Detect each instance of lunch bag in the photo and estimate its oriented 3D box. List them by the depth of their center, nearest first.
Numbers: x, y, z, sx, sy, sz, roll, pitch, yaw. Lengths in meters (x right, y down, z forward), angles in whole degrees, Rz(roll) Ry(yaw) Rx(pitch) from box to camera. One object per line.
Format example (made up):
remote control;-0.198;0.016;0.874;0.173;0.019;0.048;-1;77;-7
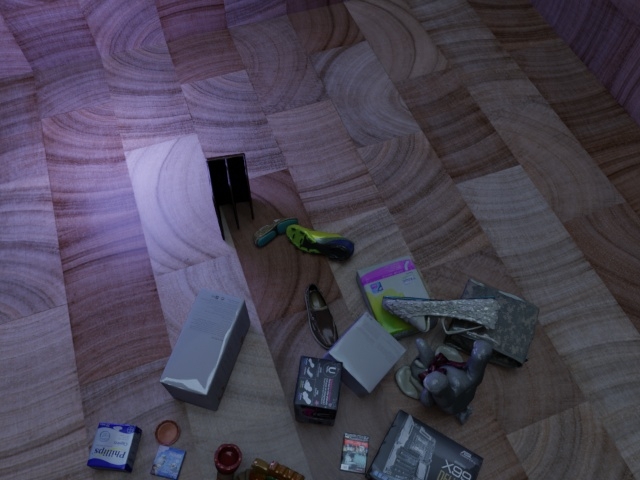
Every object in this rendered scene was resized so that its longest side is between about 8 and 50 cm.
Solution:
lunch bag;0.626;0.308;1.934;0.286;0.169;0.235;21;63;16

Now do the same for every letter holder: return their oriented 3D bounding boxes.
letter holder;-0.345;-0.160;2.108;0.151;0.302;0.215;-9;60;-7

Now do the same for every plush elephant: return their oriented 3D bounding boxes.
plush elephant;0.401;0.444;1.814;0.271;0.330;0.255;-31;42;-20

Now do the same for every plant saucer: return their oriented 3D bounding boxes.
plant saucer;-0.515;0.646;1.796;0.083;0.013;0.084;0;60;-1

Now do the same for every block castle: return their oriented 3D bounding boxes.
block castle;-0.156;0.809;1.538;0.452;0.213;0.303;22;39;10

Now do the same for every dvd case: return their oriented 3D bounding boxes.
dvd case;0.114;0.706;1.777;0.087;0.013;0.120;8;58;3

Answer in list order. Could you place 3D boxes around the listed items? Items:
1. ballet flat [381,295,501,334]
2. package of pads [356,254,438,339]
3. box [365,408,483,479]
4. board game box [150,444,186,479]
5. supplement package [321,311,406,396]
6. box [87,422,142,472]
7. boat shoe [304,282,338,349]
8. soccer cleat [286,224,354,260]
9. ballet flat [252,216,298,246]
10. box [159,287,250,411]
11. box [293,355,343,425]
ballet flat;0.406;0.255;1.837;0.408;0.147;0.147;-1;58;18
package of pads;0.290;0.217;2.019;0.229;0.101;0.297;-15;62;-9
box;0.335;0.736;1.727;0.307;0.077;0.243;28;63;15
board game box;-0.497;0.725;1.746;0.090;0.020;0.090;10;59;5
supplement package;0.147;0.398;1.861;0.194;0.149;0.203;44;67;7
box;-0.669;0.674;1.742;0.126;0.072;0.137;5;60;2
boat shoe;-0.003;0.276;1.979;0.095;0.095;0.258;-18;62;-12
soccer cleat;0.000;0.001;2.162;0.288;0.094;0.121;20;30;15
ballet flat;-0.190;-0.051;2.186;0.206;0.073;0.067;-29;50;-21
box;-0.385;0.375;1.843;0.168;0.215;0.346;14;60;7
box;-0.006;0.501;1.758;0.141;0.247;0.164;7;60;4
